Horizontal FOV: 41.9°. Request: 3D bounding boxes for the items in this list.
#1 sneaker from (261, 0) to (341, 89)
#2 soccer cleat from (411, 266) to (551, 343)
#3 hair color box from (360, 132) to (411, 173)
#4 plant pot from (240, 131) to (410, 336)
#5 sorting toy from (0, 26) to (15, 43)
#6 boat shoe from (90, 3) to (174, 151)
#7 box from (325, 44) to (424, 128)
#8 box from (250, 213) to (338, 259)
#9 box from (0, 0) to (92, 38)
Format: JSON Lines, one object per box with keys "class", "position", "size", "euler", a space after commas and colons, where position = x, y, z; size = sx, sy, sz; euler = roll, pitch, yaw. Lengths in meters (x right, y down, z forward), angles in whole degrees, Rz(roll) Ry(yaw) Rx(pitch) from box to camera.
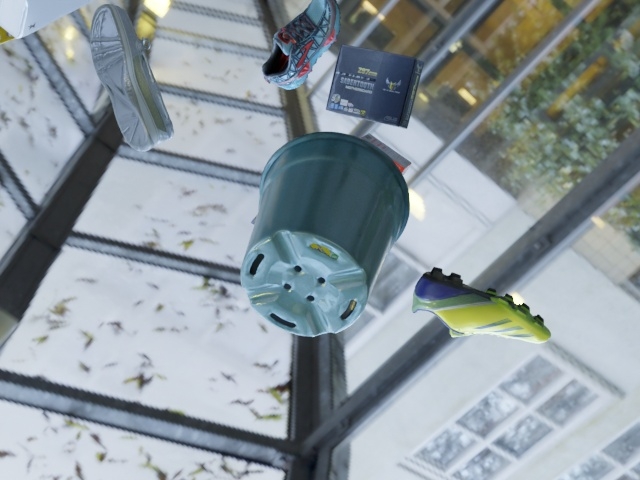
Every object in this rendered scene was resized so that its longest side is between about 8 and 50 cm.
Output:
{"class": "sneaker", "position": [-0.050, -0.478, 2.009], "size": [0.104, 0.261, 0.125], "euler": [45, -154, 27]}
{"class": "soccer cleat", "position": [0.325, 0.155, 1.713], "size": [0.289, 0.121, 0.093], "euler": [23, -169, 4]}
{"class": "hair color box", "position": [0.163, -0.220, 2.189], "size": [0.141, 0.043, 0.072], "euler": [37, -154, 8]}
{"class": "plant pot", "position": [0.000, 0.000, 1.729], "size": [0.341, 0.341, 0.334], "euler": [39, -147, -14]}
{"class": "sorting toy", "position": [-0.701, -0.479, 1.655], "size": [0.274, 0.132, 0.046], "euler": [51, -170, 3]}
{"class": "boat shoe", "position": [-0.408, -0.359, 1.830], "size": [0.103, 0.118, 0.320], "euler": [-34, -67, -45]}
{"class": "box", "position": [0.142, -0.410, 2.222], "size": [0.233, 0.183, 0.059], "euler": [18, -172, 27]}
{"class": "box", "position": [0.003, -0.047, 2.466], "size": [0.177, 0.279, 0.290], "euler": [23, 160, 48]}
{"class": "box", "position": [-0.425, -0.435, 1.267], "size": [0.119, 0.181, 0.182], "euler": [38, -135, 3]}
